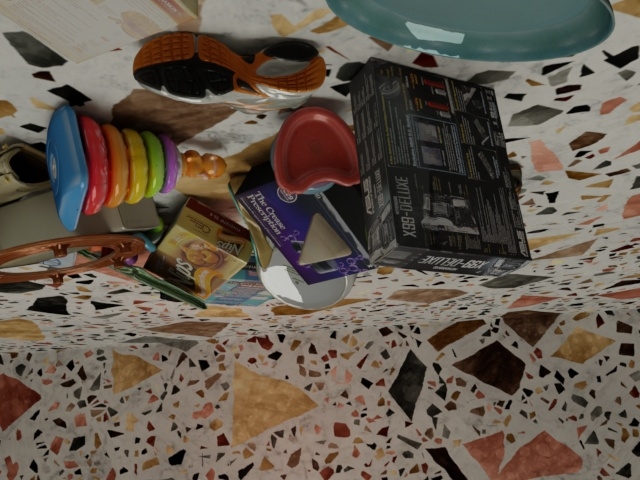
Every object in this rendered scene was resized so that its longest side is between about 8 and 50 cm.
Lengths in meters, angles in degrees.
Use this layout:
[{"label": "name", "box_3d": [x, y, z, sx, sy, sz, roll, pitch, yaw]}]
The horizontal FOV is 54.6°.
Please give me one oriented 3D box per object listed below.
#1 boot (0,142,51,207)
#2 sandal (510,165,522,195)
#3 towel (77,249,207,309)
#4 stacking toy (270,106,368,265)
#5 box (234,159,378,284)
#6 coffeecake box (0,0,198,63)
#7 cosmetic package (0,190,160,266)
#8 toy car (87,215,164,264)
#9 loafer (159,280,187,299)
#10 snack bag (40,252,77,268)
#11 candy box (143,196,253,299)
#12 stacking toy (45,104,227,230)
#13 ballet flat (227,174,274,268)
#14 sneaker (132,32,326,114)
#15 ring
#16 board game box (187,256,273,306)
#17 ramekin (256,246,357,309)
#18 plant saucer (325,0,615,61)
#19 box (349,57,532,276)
[{"label": "boot", "box_3d": [-0.619, -0.116, 1.094, 0.203, 0.095, 0.262, -13, 166, 33]}, {"label": "sandal", "box_3d": [0.401, -0.111, 1.366, 0.090, 0.060, 0.219, -9, 162, 16]}, {"label": "towel", "box_3d": [-0.468, 0.084, 1.584, 0.325, 0.038, 0.248, 15, 165, 42]}, {"label": "stacking toy", "box_3d": [0.065, -0.084, 1.064, 0.309, 0.279, 0.130, -1, 173, -13]}, {"label": "box", "box_3d": [-0.013, -0.047, 1.229, 0.184, 0.103, 0.261, -18, 123, 33]}, {"label": "coffeecake box", "box_3d": [-0.252, -0.285, 0.690, 0.185, 0.068, 0.142, -11, 161, 22]}, {"label": "cosmetic package", "box_3d": [-0.498, -0.036, 1.223, 0.309, 0.113, 0.160, -15, 180, 12]}, {"label": "toy car", "box_3d": [-0.445, -0.010, 1.402, 0.182, 0.136, 0.159, -4, 162, 3]}, {"label": "loafer", "box_3d": [-0.469, 0.152, 2.020, 0.078, 0.076, 0.223, -1, 168, -24]}, {"label": "snack bag", "box_3d": [-0.748, -0.015, 1.459, 0.342, 0.037, 0.323, 13, 158, -19]}, {"label": "candy box", "box_3d": [-0.296, 0.030, 1.498, 0.183, 0.087, 0.316, 31, 149, -15]}, {"label": "stacking toy", "box_3d": [-0.303, -0.131, 1.074, 0.302, 0.165, 0.175, -6, 154, -32]}, {"label": "ballet flat", "box_3d": [-0.129, -0.037, 1.326, 0.073, 0.080, 0.232, -17, 125, 0]}, {"label": "sneaker", "box_3d": [-0.130, -0.219, 0.884, 0.262, 0.099, 0.121, 2, 166, -12]}, {"label": "ring", "box_3d": [-0.510, 0.047, 1.207, 0.337, 0.032, 0.336, -14, 172, -2]}, {"label": "board game box", "box_3d": [-0.253, 0.134, 1.983, 0.254, 0.079, 0.336, 7, 159, -29]}, {"label": "ramekin", "box_3d": [-0.031, 0.049, 1.480, 0.273, 0.127, 0.273, 7, 132, 7]}, {"label": "plant saucer", "box_3d": [0.163, -0.269, 0.700, 0.318, 0.043, 0.317, 10, -178, 0]}, {"label": "box", "box_3d": [0.177, -0.106, 0.936, 0.242, 0.307, 0.076, 5, 157, -27]}]
